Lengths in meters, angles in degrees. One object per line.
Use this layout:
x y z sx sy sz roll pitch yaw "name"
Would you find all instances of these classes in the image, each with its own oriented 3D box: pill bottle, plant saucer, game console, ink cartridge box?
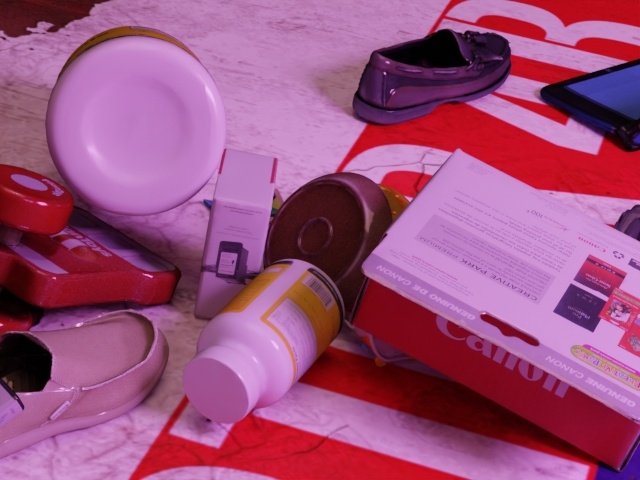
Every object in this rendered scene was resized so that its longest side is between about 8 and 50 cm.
-0.208 -0.143 1.737 0.187 0.188 0.334 2 10 -8 "pill bottle"
0.000 0.000 1.656 0.029 0.168 0.168 31 9 -47 "plant saucer"
-0.058 0.101 1.529 0.103 0.103 0.184 20 35 19 "pill bottle"
0.495 -0.243 2.122 0.293 0.250 0.173 -19 67 -34 "game console"
0.202 0.078 1.545 0.309 0.130 0.272 28 37 12 "ink cartridge box"
-0.090 -0.004 1.643 0.063 0.151 0.109 10 32 -4 "ink cartridge box"

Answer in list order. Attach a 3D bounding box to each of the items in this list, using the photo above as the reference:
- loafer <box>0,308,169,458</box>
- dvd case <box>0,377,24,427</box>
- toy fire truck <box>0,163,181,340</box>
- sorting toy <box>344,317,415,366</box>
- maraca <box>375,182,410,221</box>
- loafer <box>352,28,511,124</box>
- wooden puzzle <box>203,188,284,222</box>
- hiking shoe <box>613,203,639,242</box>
-0.252 0.126 1.460 0.102 0.092 0.268 34 43 31 "loafer"
-0.403 0.170 1.339 0.253 0.022 0.180 -38 50 -18 "dvd case"
-0.325 -0.009 1.625 0.302 0.169 0.254 28 14 29 "toy fire truck"
0.063 0.094 1.623 0.083 0.045 0.075 -7 25 -33 "sorting toy"
0.060 -0.019 1.744 0.127 0.099 0.185 13 23 33 "maraca"
0.166 -0.242 2.114 0.109 0.095 0.302 31 40 32 "loafer"
-0.072 -0.042 1.831 0.116 0.014 0.078 -10 36 -24 "wooden puzzle"
0.414 0.008 1.783 0.114 0.086 0.227 28 37 35 "hiking shoe"
